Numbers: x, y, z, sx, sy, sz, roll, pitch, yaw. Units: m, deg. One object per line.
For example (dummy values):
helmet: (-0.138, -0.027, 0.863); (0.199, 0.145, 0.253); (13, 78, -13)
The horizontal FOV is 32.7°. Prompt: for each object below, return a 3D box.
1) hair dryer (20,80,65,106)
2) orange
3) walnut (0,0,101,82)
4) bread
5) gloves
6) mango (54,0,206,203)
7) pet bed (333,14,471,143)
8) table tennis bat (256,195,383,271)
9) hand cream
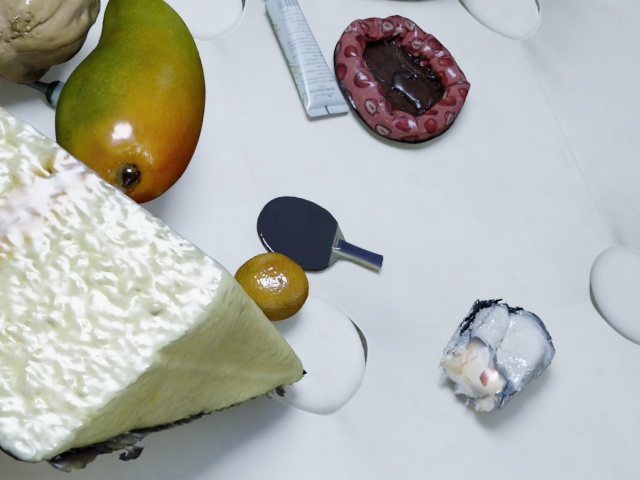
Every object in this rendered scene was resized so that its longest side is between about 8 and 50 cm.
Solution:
hair dryer: (-0.257, -0.142, 1.223); (0.197, 0.057, 0.100); (23, 53, -2)
orange: (-0.054, 0.050, 1.184); (0.085, 0.085, 0.085); (12, 57, -20)
walnut: (-0.329, -0.277, 1.170); (0.198, 0.198, 0.245); (16, 47, -17)
bread: (-0.229, 0.060, 0.983); (0.345, 0.405, 0.242); (36, 76, 17)
gloves: (0.204, 0.128, 1.270); (0.114, 0.070, 0.153); (44, 51, 11)
mango: (-0.188, -0.148, 1.134); (0.146, 0.129, 0.289); (16, 47, -2)
pet bed: (0.106, -0.215, 1.439); (0.201, 0.053, 0.201); (16, 51, -21)
table tennis bat: (0.000, 0.000, 1.280); (0.158, 0.014, 0.095); (21, 53, -12)
hand cream: (-0.026, -0.244, 1.402); (0.067, 0.042, 0.195); (-10, 71, -39)
